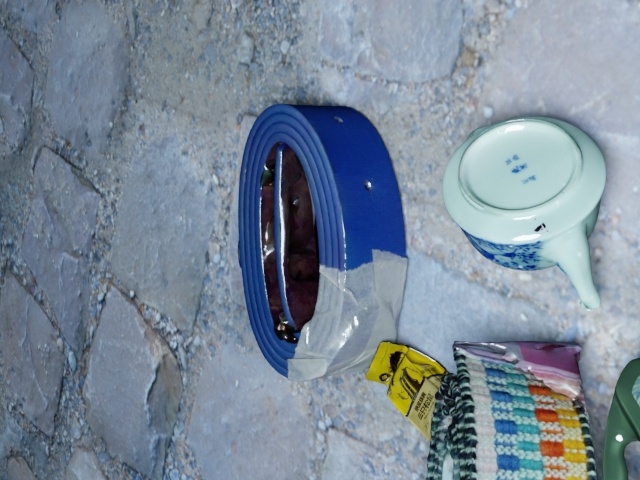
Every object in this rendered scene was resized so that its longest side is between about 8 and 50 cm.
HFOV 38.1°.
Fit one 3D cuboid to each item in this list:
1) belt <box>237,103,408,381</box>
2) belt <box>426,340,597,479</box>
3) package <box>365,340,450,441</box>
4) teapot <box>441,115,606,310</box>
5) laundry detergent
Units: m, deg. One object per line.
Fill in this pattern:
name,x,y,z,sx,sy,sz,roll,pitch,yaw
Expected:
belt,0.000,0.000,1.182,0.212,0.117,0.346,-2,92,48
belt,0.197,0.263,0.929,0.206,0.161,0.295,101,176,-54
package,0.120,0.180,1.126,0.131,0.047,0.071,41,128,35
teapot,0.210,-0.035,0.950,0.159,0.159,0.232,-61,41,32
laundry detergent,0.319,0.216,0.827,0.144,0.078,0.221,-4,60,41
